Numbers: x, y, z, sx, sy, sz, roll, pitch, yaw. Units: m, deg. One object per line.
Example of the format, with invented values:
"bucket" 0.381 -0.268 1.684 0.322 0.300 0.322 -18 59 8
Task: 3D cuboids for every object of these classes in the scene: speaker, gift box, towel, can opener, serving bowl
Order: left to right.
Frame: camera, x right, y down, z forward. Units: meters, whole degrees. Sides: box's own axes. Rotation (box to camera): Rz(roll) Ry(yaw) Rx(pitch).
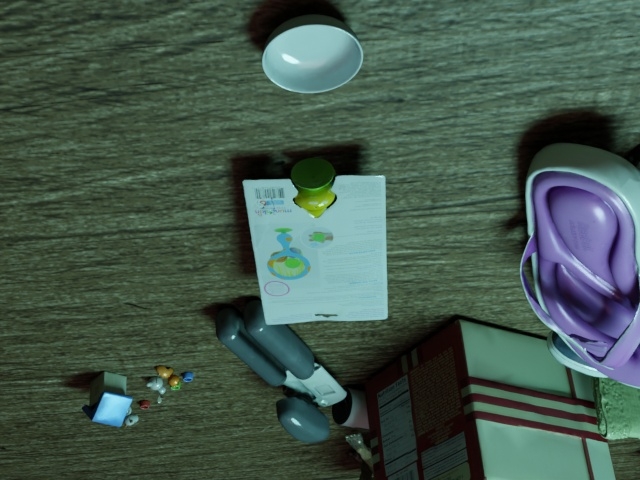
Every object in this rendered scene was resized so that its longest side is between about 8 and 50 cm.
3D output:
"can opener" -0.043 0.176 1.346 0.076 0.095 0.283 -16 147 16
"serving bowl" -0.008 -0.159 0.877 0.083 0.027 0.083 -4 148 -3
"speaker" 0.085 0.246 1.517 0.136 0.055 0.055 15 143 -30
"gift box" 0.227 0.287 1.407 0.258 0.276 0.255 14 149 -30
"towel" 0.398 0.188 1.381 0.110 0.148 0.027 7 151 -18

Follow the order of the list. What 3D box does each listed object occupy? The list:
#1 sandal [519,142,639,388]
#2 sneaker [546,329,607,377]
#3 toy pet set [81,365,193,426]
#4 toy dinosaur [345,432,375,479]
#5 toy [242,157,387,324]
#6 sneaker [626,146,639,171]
"sandal" 0.283 0.059 1.137 0.169 0.102 0.416 14 149 36
"sneaker" 0.406 0.100 1.307 0.226 0.086 0.163 6 140 -4
"toy pet set" -0.247 0.217 1.411 0.114 0.065 0.122 20 140 -34
"toy dinosaur" 0.107 0.405 1.620 0.127 0.200 0.295 -6 159 -5
"toy" 0.000 0.000 1.109 0.137 0.056 0.237 -2 143 2
"sneaker" 0.380 -0.092 1.016 0.083 0.071 0.191 5 156 -27
